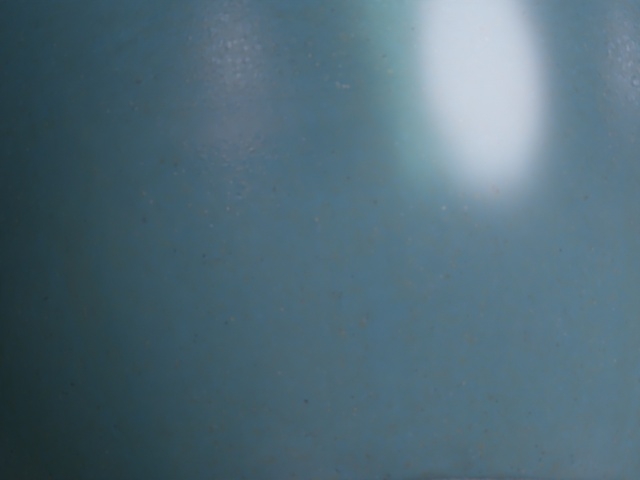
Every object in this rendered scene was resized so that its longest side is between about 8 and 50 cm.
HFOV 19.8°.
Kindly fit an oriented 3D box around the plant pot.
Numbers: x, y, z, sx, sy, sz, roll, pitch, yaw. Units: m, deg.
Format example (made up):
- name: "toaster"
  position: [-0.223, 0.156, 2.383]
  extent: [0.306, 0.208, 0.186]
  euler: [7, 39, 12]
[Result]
- name: "plant pot"
  position: [0.000, 0.000, 0.557]
  extent: [0.293, 0.293, 0.235]
  euler: [11, 56, -30]
